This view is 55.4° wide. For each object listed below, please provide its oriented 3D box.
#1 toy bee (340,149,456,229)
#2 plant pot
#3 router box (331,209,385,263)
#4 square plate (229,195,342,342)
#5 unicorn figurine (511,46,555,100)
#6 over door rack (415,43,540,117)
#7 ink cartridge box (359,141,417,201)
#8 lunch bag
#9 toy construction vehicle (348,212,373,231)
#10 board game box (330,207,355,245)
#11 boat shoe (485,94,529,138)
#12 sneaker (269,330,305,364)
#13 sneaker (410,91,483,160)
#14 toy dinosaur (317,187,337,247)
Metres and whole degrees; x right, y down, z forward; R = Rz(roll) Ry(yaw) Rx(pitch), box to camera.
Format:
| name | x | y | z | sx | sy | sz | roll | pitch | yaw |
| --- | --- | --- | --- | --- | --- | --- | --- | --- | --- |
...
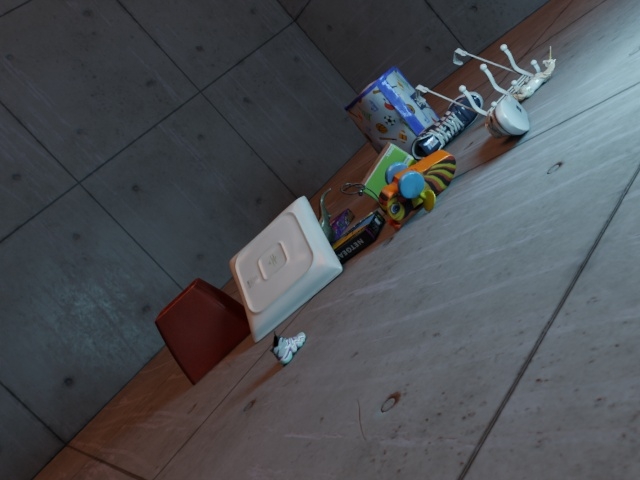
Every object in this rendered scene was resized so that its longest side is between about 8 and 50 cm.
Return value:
| name | x | y | z | sx | sy | sz | roll | pitch | yaw |
| --- | --- | --- | --- | --- | --- | --- | --- | --- | --- |
| toy bee | 0.211 | -0.120 | 1.580 | 0.298 | 0.162 | 0.195 | -10 | 31 | 6 |
| plant pot | -0.400 | 0.276 | 2.041 | 0.267 | 0.236 | 0.267 | -42 | 9 | -3 |
| router box | 0.099 | -0.001 | 1.782 | 0.179 | 0.046 | 0.133 | -37 | 10 | 32 |
| square plate | -0.128 | 0.071 | 1.813 | 0.344 | 0.049 | 0.347 | -41 | 44 | 14 |
| unicorn figurine | 0.605 | -0.452 | 1.726 | 0.162 | 0.060 | 0.111 | -59 | 10 | -2 |
| over door rack | 0.482 | -0.515 | 1.920 | 0.239 | 0.108 | 0.324 | -44 | 45 | -19 |
| ink cartridge box | 0.221 | -0.219 | 2.011 | 0.189 | 0.097 | 0.255 | -57 | 5 | 11 |
| lunch bag | 0.290 | -0.469 | 2.325 | 0.239 | 0.328 | 0.385 | -41 | 7 | -1 |
| toy construction vehicle | 0.135 | -0.047 | 1.923 | 0.098 | 0.035 | 0.086 | -39 | -3 | 2 |
| board game box | -0.033 | 0.022 | 2.291 | 0.347 | 0.056 | 0.208 | -36 | 6 | 40 |
| boat shoe | 0.448 | -0.294 | 1.499 | 0.088 | 0.096 | 0.267 | -43 | 6 | 28 |
| sneaker | -0.079 | 0.226 | 1.379 | 0.038 | 0.069 | 0.098 | -34 | 12 | 43 |
| sneaker | 0.412 | -0.366 | 2.010 | 0.282 | 0.099 | 0.153 | -39 | 7 | 41 |
| toy dinosaur | 0.000 | 0.000 | 1.879 | 0.314 | 0.121 | 0.160 | -63 | 1 | 19 |
